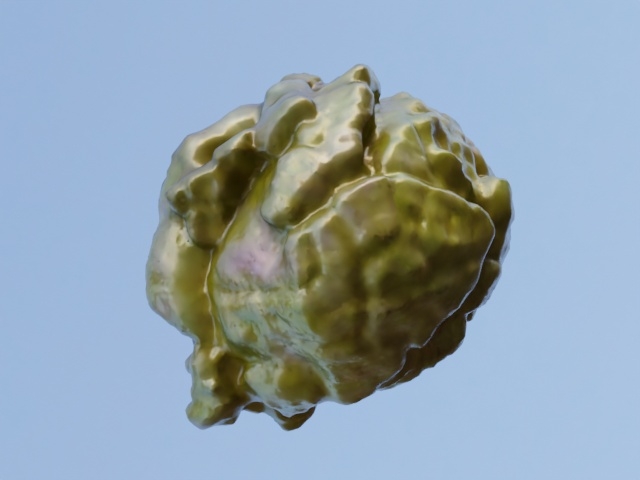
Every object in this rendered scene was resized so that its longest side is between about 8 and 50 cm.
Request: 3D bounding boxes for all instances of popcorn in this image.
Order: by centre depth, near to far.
[{"bbox_3d":[0.000,0.000,1.142,0.259,0.259,0.212,-30,-79,-34],"label":"popcorn"}]
